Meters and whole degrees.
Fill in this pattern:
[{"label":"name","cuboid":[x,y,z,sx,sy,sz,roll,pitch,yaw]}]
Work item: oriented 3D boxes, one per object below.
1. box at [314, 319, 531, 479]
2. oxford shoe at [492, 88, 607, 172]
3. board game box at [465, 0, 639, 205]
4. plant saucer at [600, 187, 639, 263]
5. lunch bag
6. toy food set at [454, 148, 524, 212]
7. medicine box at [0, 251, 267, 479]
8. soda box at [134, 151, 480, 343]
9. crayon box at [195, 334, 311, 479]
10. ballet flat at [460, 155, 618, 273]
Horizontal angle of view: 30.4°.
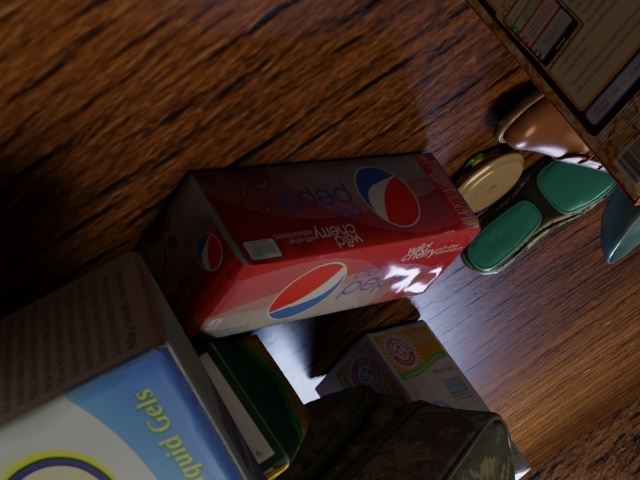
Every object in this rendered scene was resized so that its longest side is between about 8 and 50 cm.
[{"label":"box","cuboid":[0.107,0.199,1.264,0.114,0.203,0.103,-7,145,-49]},{"label":"oxford shoe","cuboid":[0.228,-0.094,1.009,0.212,0.076,0.076,-6,147,-46]},{"label":"board game box","cuboid":[0.179,-0.141,0.682,0.045,0.193,0.146,-11,149,-45]},{"label":"plant saucer","cuboid":[0.389,-0.104,1.189,0.318,0.044,0.317,-40,163,-15]},{"label":"lunch bag","cuboid":[0.010,0.278,1.070,0.305,0.256,0.212,-40,127,-48]},{"label":"toy food set","cuboid":[0.148,-0.054,1.047,0.083,0.020,0.082,-13,149,-42]},{"label":"medicine box","cuboid":[-0.163,0.198,0.657,0.289,0.263,0.149,-28,-158,-4]},{"label":"soda box","cuboid":[0.000,0.000,0.868,0.263,0.083,0.092,-8,146,-46]},{"label":"crayon box","cuboid":[-0.187,0.213,0.911,0.363,0.106,0.313,-34,177,0]},{"label":"ballet flat","cuboid":[0.211,-0.038,1.134,0.188,0.070,0.070,-33,158,2]}]
